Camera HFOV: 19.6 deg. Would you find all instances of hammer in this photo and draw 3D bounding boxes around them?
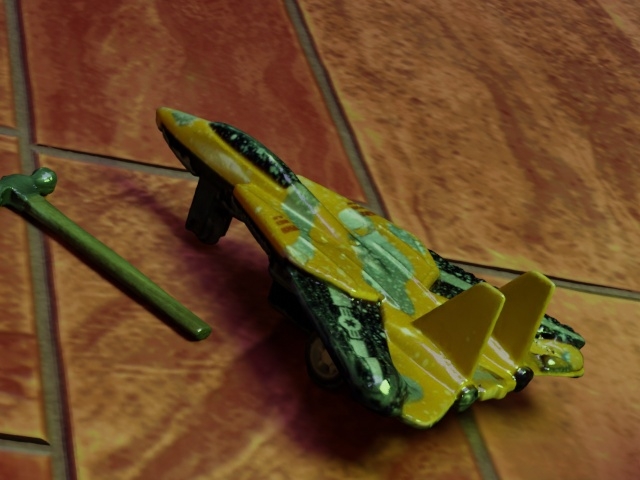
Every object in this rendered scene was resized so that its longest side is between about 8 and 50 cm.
[{"bbox_3d":[-0.136,0.009,1.136,0.182,0.017,0.062,36,32,28],"label":"hammer"}]

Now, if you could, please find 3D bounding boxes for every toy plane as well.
[{"bbox_3d":[-0.003,0.011,1.138,0.316,0.103,0.204,29,26,34],"label":"toy plane"}]
